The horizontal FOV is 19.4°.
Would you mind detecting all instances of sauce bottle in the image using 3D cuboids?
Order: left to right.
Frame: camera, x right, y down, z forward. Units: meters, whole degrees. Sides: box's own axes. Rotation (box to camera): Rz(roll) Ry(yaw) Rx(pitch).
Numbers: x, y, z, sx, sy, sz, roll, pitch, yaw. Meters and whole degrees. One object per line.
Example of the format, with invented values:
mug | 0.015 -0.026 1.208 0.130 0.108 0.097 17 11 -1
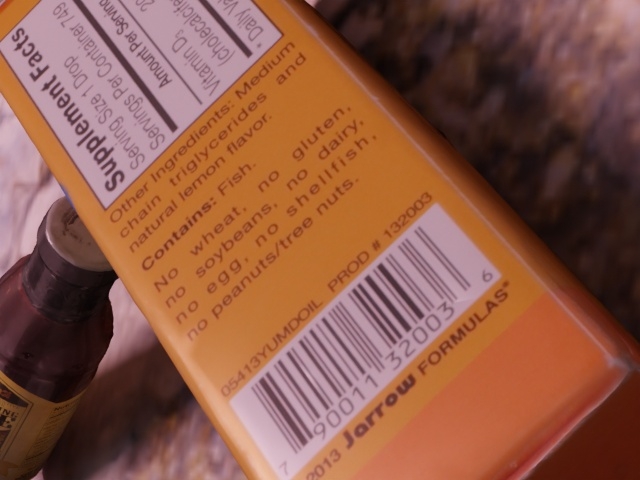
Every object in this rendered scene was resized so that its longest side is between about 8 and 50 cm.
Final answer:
sauce bottle | -0.085 0.031 0.545 0.128 0.042 0.042 121 144 -48

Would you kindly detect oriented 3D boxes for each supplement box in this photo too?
supplement box | 0.000 0.000 0.438 0.080 0.078 0.233 -43 43 7
